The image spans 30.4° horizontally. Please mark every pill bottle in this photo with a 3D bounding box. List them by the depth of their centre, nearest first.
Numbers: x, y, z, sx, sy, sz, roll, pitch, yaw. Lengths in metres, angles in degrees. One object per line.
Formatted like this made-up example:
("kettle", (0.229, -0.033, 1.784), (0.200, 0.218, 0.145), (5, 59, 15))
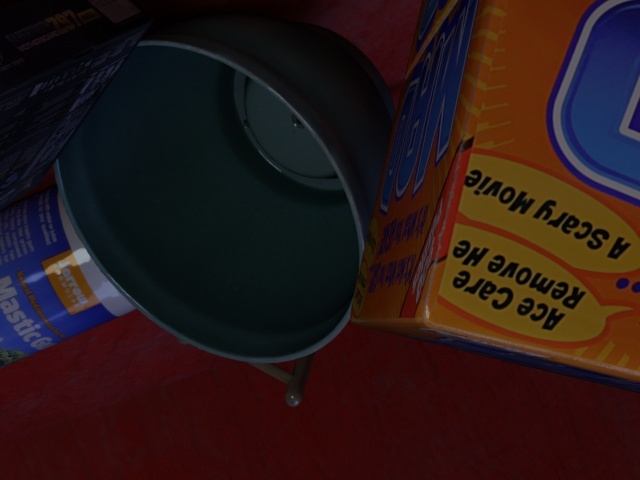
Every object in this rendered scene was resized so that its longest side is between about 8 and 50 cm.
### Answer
("pill bottle", (-0.273, 0.026, 1.217), (0.272, 0.152, 0.152), (-23, 167, 5))

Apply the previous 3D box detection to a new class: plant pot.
("plant pot", (-0.050, -0.071, 1.004), (0.293, 0.293, 0.196), (-35, -172, 44))

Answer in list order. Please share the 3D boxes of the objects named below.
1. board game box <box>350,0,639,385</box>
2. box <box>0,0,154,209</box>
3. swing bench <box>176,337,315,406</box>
("board game box", (0.241, -0.084, 0.676), (0.356, 0.356, 0.356), (13, 175, -2))
("box", (-0.225, -0.078, 0.799), (0.183, 0.059, 0.233), (-49, -179, 28))
("swing bench", (0.000, 0.000, 1.288), (0.254, 0.165, 0.253), (-37, 151, -59))
